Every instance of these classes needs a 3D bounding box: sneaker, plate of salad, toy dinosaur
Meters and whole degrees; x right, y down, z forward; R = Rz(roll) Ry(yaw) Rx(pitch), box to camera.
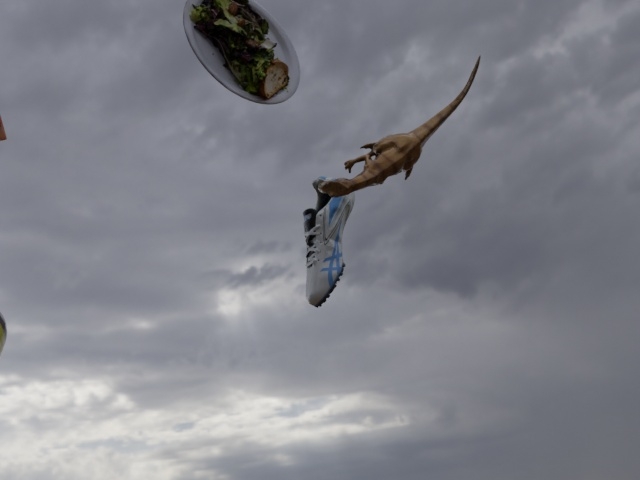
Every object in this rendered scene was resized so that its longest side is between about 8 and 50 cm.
[{"bbox_3d":[0.000,0.000,1.190,0.086,0.237,0.085,21,-27,-21],"label":"sneaker"},{"bbox_3d":[-0.104,-0.287,1.000,0.200,0.199,0.048,13,-31,-36],"label":"plate of salad"},{"bbox_3d":[0.095,-0.102,0.761,0.211,0.064,0.112,-40,5,-3],"label":"toy dinosaur"}]

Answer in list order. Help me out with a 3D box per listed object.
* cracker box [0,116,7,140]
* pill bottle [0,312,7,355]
[{"bbox_3d":[-0.798,-0.232,1.486,0.232,0.067,0.156,10,24,43],"label":"cracker box"},{"bbox_3d":[-0.438,0.162,0.789,0.117,0.215,0.117,-4,-56,-7],"label":"pill bottle"}]
